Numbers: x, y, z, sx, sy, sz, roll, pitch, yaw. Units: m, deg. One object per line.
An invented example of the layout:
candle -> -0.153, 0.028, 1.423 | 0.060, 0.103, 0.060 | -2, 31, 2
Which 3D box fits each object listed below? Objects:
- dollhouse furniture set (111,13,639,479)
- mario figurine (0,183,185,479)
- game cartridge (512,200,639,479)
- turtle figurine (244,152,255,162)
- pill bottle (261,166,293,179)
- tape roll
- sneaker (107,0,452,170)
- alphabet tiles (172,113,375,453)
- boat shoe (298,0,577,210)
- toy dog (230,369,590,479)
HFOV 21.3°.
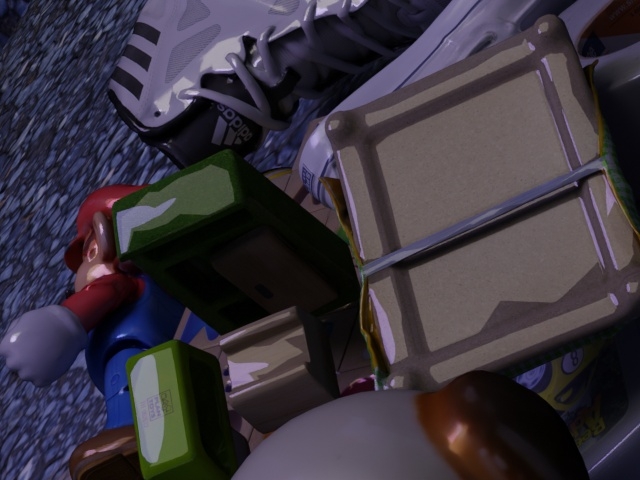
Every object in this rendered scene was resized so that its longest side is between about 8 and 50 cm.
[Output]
dollhouse furniture set -> 0.052, 0.032, 0.970 | 0.301, 0.151, 0.197 | -24, 56, 17
mario figurine -> -0.159, 0.092, 1.375 | 0.170, 0.198, 0.320 | -8, 45, -2
game cartridge -> 0.131, 0.101, 0.968 | 0.294, 0.060, 0.196 | -44, 27, 24
turtle figurine -> 0.012, -0.232, 1.648 | 0.266, 0.274, 0.198 | -6, 21, 35
pill bottle -> 0.000, 0.000, 1.314 | 0.103, 0.103, 0.184 | -56, 21, -6
tape roll -> 0.218, -0.117, 1.015 | 0.219, 0.072, 0.219 | -34, 18, 12
sneaker -> 0.005, -0.142, 1.371 | 0.447, 0.169, 0.257 | 0, 57, 43
alphabet tiles -> 0.018, 0.011, 1.154 | 0.285, 0.011, 0.342 | -16, 38, 34
boat shoe -> 0.105, -0.101, 1.128 | 0.258, 0.095, 0.084 | -45, 59, -6
toy dog -> -0.035, 0.218, 0.736 | 0.408, 0.395, 0.284 | -28, -18, -47
